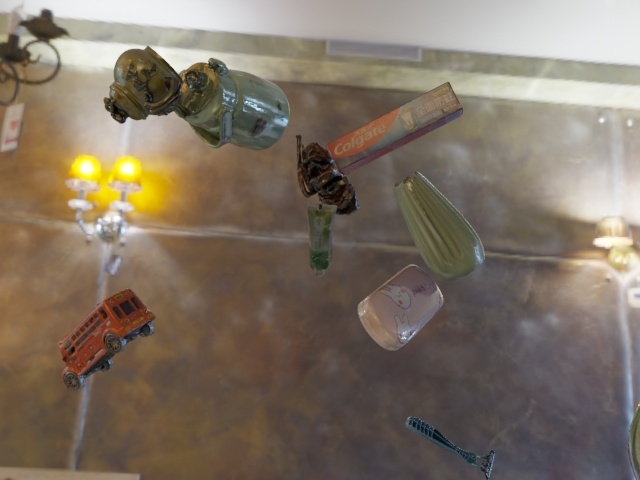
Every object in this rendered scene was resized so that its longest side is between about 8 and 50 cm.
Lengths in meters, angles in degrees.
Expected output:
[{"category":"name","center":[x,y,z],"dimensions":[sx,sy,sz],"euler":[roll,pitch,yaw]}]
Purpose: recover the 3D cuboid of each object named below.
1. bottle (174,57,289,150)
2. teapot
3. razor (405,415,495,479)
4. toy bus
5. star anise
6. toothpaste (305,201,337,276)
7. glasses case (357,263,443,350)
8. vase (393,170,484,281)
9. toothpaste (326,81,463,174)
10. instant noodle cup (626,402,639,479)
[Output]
[{"category":"bottle","center":[-0.260,-0.363,1.875],"dimensions":[0.229,0.229,0.352],"euler":[-5,-4,28]},{"category":"teapot","center":[-0.424,-0.350,1.631],"dimensions":[0.269,0.182,0.173],"euler":[36,-10,44]},{"category":"razor","center":[0.333,0.530,1.790],"dimensions":[0.253,0.082,0.042],"euler":[30,-40,-4]},{"category":"toy bus","center":[-0.612,0.278,1.912],"dimensions":[0.329,0.153,0.143],"euler":[-40,-3,31]},{"category":"star anise","center":[0.008,-0.156,1.833],"dimensions":[0.126,0.220,0.190],"euler":[-40,-28,6]},{"category":"toothpaste","center":[0.000,0.000,1.708],"dimensions":[0.078,0.047,0.248],"euler":[7,-44,6]},{"category":"glasses case","center":[0.163,0.126,1.358],"dimensions":[0.075,0.113,0.297],"euler":[-42,-7,28]},{"category":"vase","center":[0.251,-0.034,1.504],"dimensions":[0.128,0.248,0.128],"euler":[-34,5,3]},{"category":"toothpaste","center":[0.174,-0.261,1.624],"dimensions":[0.320,0.076,0.066],"euler":[-27,-10,7]},{"category":"instant noodle cup","center":[0.594,0.289,0.945],"dimensions":[0.254,0.325,0.326],"euler":[7,-14,-44]}]
